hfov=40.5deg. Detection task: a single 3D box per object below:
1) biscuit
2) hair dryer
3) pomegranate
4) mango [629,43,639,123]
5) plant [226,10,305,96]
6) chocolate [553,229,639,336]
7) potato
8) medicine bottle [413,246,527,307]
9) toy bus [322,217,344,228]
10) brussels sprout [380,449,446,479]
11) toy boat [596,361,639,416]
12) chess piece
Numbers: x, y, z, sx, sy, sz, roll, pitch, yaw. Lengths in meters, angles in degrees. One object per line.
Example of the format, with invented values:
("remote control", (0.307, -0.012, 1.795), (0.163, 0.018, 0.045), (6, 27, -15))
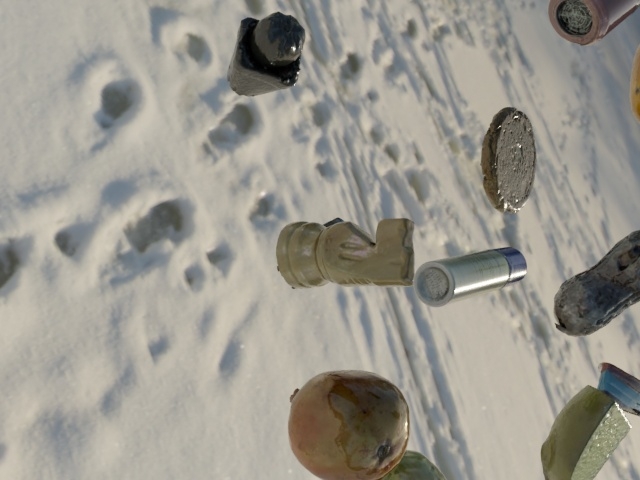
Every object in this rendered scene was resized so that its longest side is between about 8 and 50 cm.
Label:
("biscuit", (0.382, -0.163, 1.766), (0.226, 0.042, 0.226), (-4, 95, -52))
("hair dryer", (0.468, -0.549, 1.563), (0.210, 0.125, 0.352), (-40, 111, -26))
("pomegranate", (0.045, 0.375, 1.797), (0.252, 0.270, 0.229), (-5, 108, -43))
("mango", (0.707, -0.333, 1.760), (0.290, 0.160, 0.191), (-48, 139, -41))
("plant", (-0.130, -0.430, 2.039), (0.164, 0.256, 0.142), (17, 62, -21))
("chocolate", (0.495, 0.070, 1.453), (0.110, 0.248, 0.110), (52, 13, -17))
("potato", (0.310, 0.250, 1.087), (0.081, 0.149, 0.120), (33, -9, 40))
("medicine bottle", (0.204, 0.045, 1.151), (0.231, 0.059, 0.059), (-6, 76, -54))
("toy bus", (0.000, 0.000, 2.100), (0.061, 0.153, 0.051), (53, -14, 32))
("brussels sprout", (0.181, 0.636, 2.083), (0.316, 0.243, 0.273), (117, -6, -73))
("toy boat", (0.643, 0.319, 1.801), (0.392, 0.136, 0.079), (25, 85, -52))
("chess piece", (0.057, 0.029, 1.616), (0.137, 0.301, 0.137), (0, 91, -45))
